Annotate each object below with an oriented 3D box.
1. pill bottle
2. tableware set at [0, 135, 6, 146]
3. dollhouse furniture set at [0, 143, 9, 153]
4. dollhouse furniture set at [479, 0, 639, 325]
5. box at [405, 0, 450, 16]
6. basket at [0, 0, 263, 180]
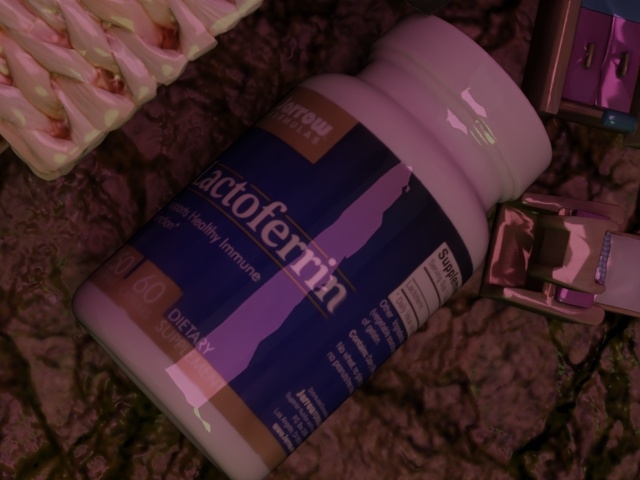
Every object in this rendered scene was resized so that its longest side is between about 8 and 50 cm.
[{"bbox_3d":[0.000,0.000,0.861,0.265,0.153,0.153,-44,99,-10],"label":"pill bottle"},{"bbox_3d":[-0.192,-0.078,0.642,0.154,0.024,0.104,27,58,-54],"label":"tableware set"},{"bbox_3d":[-0.365,-0.127,0.683,0.256,0.362,0.394,-44,127,-9],"label":"dollhouse furniture set"},{"bbox_3d":[0.256,-0.079,0.844,0.198,0.303,0.286,13,87,-12],"label":"dollhouse furniture set"},{"bbox_3d":[0.126,-0.254,0.819,0.056,0.231,0.183,34,43,-30],"label":"box"},{"bbox_3d":[-0.103,-0.248,0.660,0.266,0.328,0.331,-41,103,13],"label":"basket"}]
